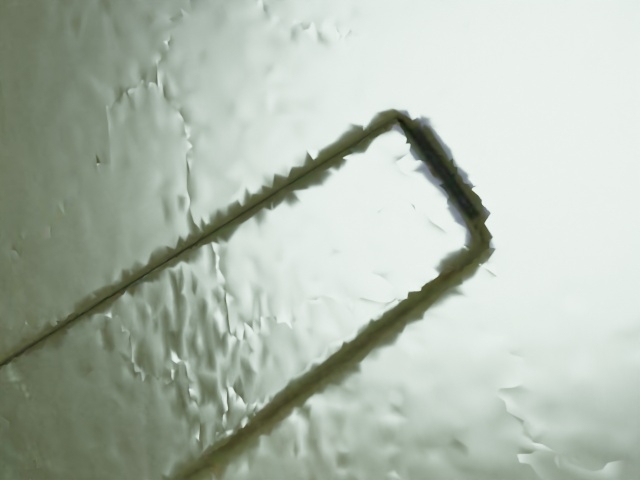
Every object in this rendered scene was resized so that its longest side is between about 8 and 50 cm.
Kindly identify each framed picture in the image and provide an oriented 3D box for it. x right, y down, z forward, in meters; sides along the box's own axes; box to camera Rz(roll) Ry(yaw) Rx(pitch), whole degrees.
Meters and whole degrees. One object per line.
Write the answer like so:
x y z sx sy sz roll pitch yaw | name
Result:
0.000 0.000 0.492 0.315 0.024 0.232 0 101 20 | framed picture
